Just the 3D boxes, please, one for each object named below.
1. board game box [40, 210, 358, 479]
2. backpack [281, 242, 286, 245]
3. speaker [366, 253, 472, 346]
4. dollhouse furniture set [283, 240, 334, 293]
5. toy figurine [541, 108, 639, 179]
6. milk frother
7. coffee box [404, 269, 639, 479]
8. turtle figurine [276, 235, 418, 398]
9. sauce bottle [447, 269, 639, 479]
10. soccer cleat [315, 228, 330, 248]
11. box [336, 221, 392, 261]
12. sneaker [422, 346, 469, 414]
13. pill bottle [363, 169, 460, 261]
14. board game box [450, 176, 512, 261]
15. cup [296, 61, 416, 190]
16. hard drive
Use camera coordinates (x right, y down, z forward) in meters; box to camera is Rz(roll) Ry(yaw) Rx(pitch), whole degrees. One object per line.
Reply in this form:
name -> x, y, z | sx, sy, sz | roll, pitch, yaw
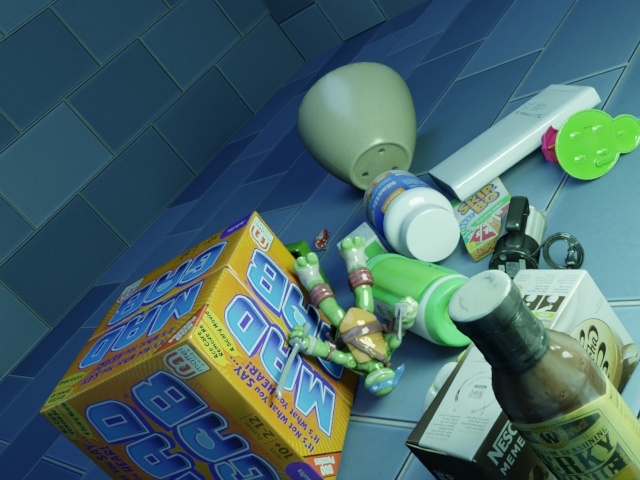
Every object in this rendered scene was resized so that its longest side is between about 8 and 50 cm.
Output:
board game box -> -0.185, 0.241, 1.321 | 0.356, 0.356, 0.356 | -28, 23, 27
backpack -> -0.123, 0.057, 1.961 | 0.105, 0.084, 0.114 | -41, 26, -6
speaker -> 0.175, 0.101, 1.334 | 0.131, 0.131, 0.296 | -44, 22, -11
dollhouse furniture set -> -0.151, 0.139, 1.709 | 0.301, 0.151, 0.197 | -14, 26, 44
toy figurine -> 0.504, -0.195, 1.432 | 0.173, 0.130, 0.159 | -18, 11, -5
milk frother -> 0.377, 0.001, 1.270 | 0.143, 0.129, 0.135 | 16, 44, 11
coffee box -> 0.264, 0.199, 0.935 | 0.297, 0.168, 0.119 | -49, 23, -25
turtle figurine -> 0.048, 0.115, 1.223 | 0.198, 0.274, 0.266 | -40, 55, 26
sauce bottle -> 0.251, 0.172, 0.767 | 0.111, 0.344, 0.111 | -35, 22, 17
soccer cleat -> 0.000, 0.000, 1.957 | 0.035, 0.029, 0.083 | -36, 17, 33
box -> 0.104, 0.034, 1.613 | 0.087, 0.101, 0.102 | -38, 21, 4
sneaker -> 0.255, 0.189, 1.118 | 0.240, 0.091, 0.126 | -49, -15, 13
pill bottle -> 0.194, -0.051, 1.565 | 0.152, 0.152, 0.272 | -39, 20, 2
board game box -> 0.338, -0.056, 1.509 | 0.124, 0.039, 0.259 | -33, 19, 14
cup -> 0.124, -0.269, 1.966 | 0.331, 0.331, 0.237 | -34, 48, 14
hard drive -> 0.418, -0.223, 1.639 | 0.353, 0.047, 0.233 | -35, 14, 4
